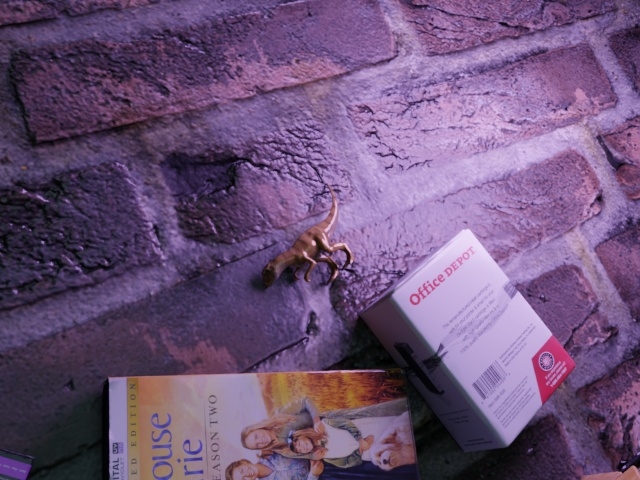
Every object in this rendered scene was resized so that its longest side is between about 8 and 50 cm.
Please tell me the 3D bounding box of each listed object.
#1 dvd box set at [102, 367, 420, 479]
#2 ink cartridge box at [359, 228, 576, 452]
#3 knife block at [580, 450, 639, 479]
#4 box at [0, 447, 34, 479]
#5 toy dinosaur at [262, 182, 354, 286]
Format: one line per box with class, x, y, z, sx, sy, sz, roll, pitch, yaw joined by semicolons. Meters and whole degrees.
dvd box set;-0.063;0.323;0.920;0.420;0.062;0.308;4;68;-24
ink cartridge box;0.223;0.150;1.092;0.197;0.114;0.273;-36;88;-31
knife block;0.466;0.410;1.025;0.088;0.242;0.276;41;59;-3
box;-0.406;0.305;0.788;0.116;0.029;0.162;23;61;-14
toy dinosaur;0.000;0.000;1.080;0.112;0.064;0.211;44;58;-1
